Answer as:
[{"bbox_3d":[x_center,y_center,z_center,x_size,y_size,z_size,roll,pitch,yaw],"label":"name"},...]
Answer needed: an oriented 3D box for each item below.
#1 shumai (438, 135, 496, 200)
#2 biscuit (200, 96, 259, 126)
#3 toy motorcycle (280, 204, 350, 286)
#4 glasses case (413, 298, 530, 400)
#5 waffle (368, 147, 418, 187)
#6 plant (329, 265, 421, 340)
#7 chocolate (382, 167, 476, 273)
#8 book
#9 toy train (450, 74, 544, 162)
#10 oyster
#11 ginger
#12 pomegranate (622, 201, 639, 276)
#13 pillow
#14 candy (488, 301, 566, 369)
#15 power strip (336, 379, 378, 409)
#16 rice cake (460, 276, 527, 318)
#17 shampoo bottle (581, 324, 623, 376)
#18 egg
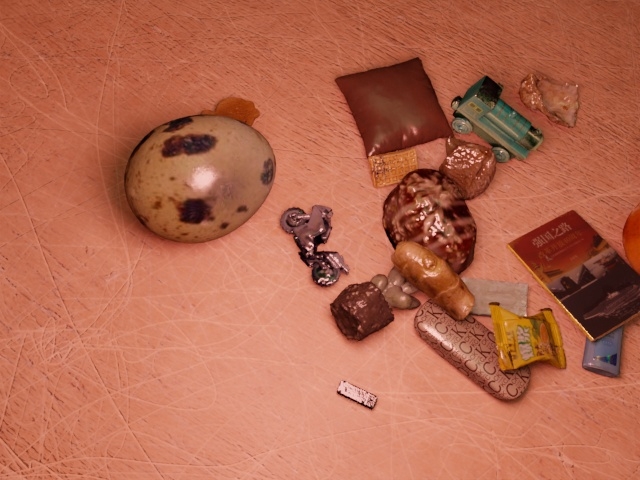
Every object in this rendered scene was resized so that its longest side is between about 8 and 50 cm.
[{"bbox_3d":[0.446,-0.240,1.917,0.166,0.206,0.175,18,45,-4],"label":"shumai"},{"bbox_3d":[-0.296,-0.370,1.966,0.166,0.036,0.225,33,65,7],"label":"biscuit"},{"bbox_3d":[0.000,0.000,1.804,0.159,0.106,0.270,-29,69,-10],"label":"toy motorcycle"},{"bbox_3d":[0.419,0.297,1.726,0.355,0.085,0.137,39,63,10],"label":"glasses case"},{"bbox_3d":[0.228,-0.225,1.926,0.148,0.042,0.102,-13,106,-12],"label":"waffle"},{"bbox_3d":[0.166,0.160,1.723,0.274,0.149,0.146,-25,115,-30],"label":"plant"},{"bbox_3d":[0.323,-0.060,1.804,0.225,0.210,0.340,-20,71,-16],"label":"chocolate"},{"bbox_3d":[0.773,0.092,1.843,0.262,0.028,0.374,-26,60,-14],"label":"book"},{"bbox_3d":[0.552,-0.366,1.944,0.298,0.194,0.120,35,68,-9],"label":"toy train"},{"bbox_3d":[0.763,-0.473,2.094,0.233,0.107,0.161,30,61,-13],"label":"oyster"},{"bbox_3d":[0.304,0.100,1.687,0.263,0.116,0.109,44,26,2],"label":"ginger"},{"bbox_3d":[1.055,0.001,1.815,0.319,0.319,0.319,2,67,-5],"label":"pomegranate"},{"bbox_3d":[0.237,-0.425,2.000,0.305,0.108,0.308,-17,74,-11],"label":"pillow"},{"bbox_3d":[0.576,0.263,1.713,0.297,0.081,0.187,5,66,-35],"label":"candy"},{"bbox_3d":[0.099,0.416,1.676,0.111,0.029,0.038,25,67,7],"label":"power strip"},{"bbox_3d":[0.496,0.167,1.816,0.211,0.038,0.124,11,66,-2],"label":"rice cake"},{"bbox_3d":[0.821,0.257,1.800,0.104,0.061,0.258,17,66,2],"label":"shampoo bottle"},{"bbox_3d":[-0.320,-0.174,1.713,0.428,0.345,0.345,-20,70,-22],"label":"egg"}]
